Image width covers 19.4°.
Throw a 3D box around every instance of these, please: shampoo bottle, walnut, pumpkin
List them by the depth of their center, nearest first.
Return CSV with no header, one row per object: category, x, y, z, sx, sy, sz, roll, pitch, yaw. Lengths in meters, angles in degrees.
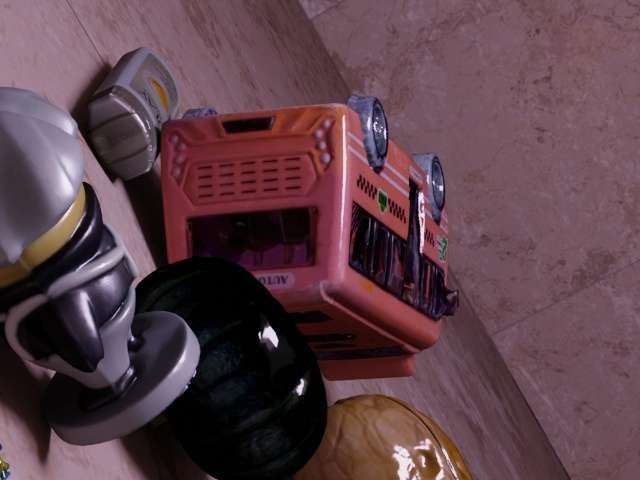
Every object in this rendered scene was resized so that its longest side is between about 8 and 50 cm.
pumpkin,-0.079,0.106,1.478,0.202,0.140,0.202,53,-11,15
walnut,0.062,0.241,1.762,0.207,0.167,0.167,63,10,16
shampoo bottle,-0.179,-0.126,1.813,0.227,0.056,0.086,-80,144,-73

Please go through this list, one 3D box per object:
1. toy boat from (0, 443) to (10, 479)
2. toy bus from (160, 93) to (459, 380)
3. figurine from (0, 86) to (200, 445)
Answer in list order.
toy boat,-0.205,0.126,1.036,0.137,0.061,0.060,60,11,-8
toy bus,0.000,0.000,1.888,0.427,0.203,0.233,34,54,-69
figurine,-0.187,0.006,1.244,0.236,0.133,0.176,59,2,-30
